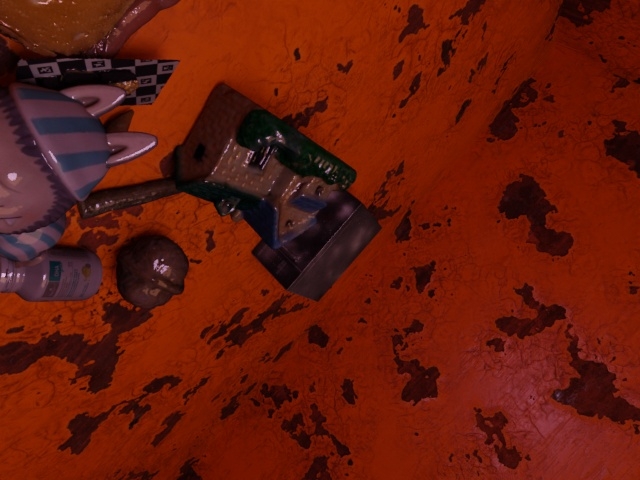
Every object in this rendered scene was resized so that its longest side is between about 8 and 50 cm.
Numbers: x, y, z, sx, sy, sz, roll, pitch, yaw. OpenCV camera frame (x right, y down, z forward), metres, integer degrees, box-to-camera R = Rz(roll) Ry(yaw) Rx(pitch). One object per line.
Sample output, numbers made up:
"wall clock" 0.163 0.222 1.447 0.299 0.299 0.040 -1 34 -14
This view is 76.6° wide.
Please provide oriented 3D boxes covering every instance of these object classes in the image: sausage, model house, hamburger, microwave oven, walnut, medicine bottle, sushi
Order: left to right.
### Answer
"hamburger" -0.434 -0.443 0.595 0.284 0.174 0.304 -48 152 5
"medicine bottle" -0.661 0.079 0.974 0.135 0.135 0.215 -55 151 14
"sushi" -0.434 -0.292 0.805 0.279 0.043 0.192 -19 179 -41
"sausage" -0.395 -0.413 0.789 0.304 0.078 0.078 -45 151 -4
"walnut" -0.476 0.089 1.152 0.224 0.224 0.224 -34 148 -24
"model house" -0.176 -0.176 1.135 0.382 0.334 0.343 22 107 -49
"microwave oven" 0.000 0.000 1.670 0.432 0.236 0.374 -49 151 2

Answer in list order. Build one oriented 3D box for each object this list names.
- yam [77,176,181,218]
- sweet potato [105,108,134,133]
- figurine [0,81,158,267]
"yam" -0.483 -0.117 1.057 0.274 0.061 0.061 -22 143 -39
"sweet potato" -0.496 -0.213 0.926 0.218 0.051 0.065 -54 147 9
"figurine" -0.485 -0.112 0.751 0.377 0.267 0.361 -10 156 -7
